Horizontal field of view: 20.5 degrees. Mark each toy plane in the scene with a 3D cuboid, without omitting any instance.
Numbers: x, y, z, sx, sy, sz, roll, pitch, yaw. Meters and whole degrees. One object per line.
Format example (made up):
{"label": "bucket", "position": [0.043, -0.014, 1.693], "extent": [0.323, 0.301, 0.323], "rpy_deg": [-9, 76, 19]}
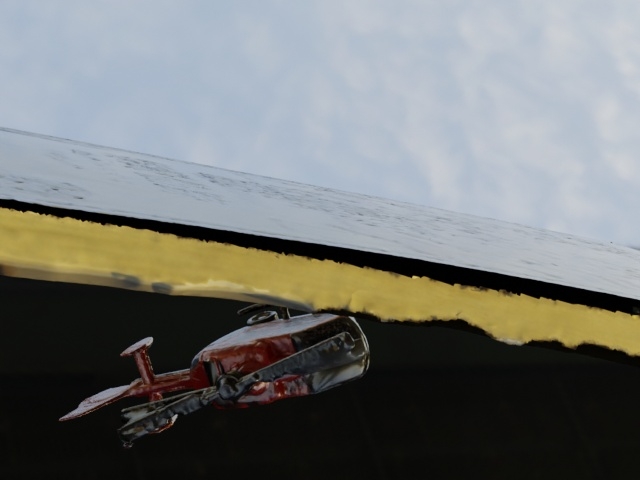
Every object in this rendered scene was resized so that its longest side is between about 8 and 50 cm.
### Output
{"label": "toy plane", "position": [-0.035, 0.052, 0.696], "extent": [0.060, 0.145, 0.037], "rpy_deg": [-36, -70, -60]}

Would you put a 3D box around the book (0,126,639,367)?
{"label": "book", "position": [0.000, -0.001, 0.431], "extent": [0.231, 0.026, 0.157], "rpy_deg": [10, -173, -19]}
